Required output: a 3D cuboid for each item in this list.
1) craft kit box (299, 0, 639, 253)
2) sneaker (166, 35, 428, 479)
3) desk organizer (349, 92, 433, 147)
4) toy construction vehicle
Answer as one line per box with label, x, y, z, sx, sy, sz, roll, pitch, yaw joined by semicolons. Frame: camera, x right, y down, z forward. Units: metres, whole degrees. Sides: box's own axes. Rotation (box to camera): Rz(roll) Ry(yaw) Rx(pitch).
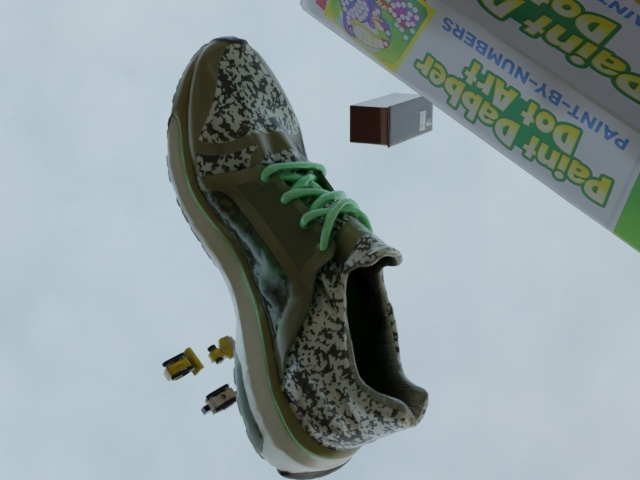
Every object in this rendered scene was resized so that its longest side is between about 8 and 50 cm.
craft kit box;0.164;-0.107;0.427;0.250;0.061;0.247;39;-123;18
sneaker;0.000;0.000;0.819;0.158;0.182;0.410;-15;-94;-47
desk organizer;0.084;-0.143;1.078;0.050;0.130;0.047;8;-72;27
toy construction vehicle;-0.129;0.162;1.090;0.098;0.035;0.086;-28;-108;-39
